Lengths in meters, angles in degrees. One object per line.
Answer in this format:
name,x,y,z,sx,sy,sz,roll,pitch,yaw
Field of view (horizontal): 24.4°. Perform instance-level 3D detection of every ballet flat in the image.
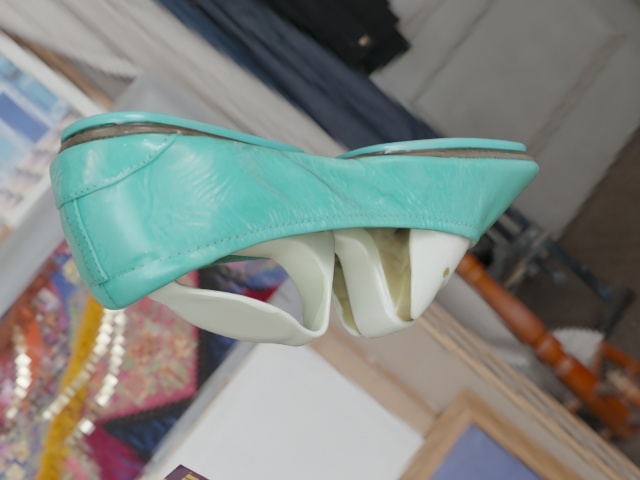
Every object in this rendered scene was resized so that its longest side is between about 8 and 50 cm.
ballet flat,0.000,0.000,0.608,0.083,0.247,0.087,-16,78,47

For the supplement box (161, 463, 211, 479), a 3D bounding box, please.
supplement box,-0.069,0.172,0.860,0.055,0.043,0.083,-40,33,-26
